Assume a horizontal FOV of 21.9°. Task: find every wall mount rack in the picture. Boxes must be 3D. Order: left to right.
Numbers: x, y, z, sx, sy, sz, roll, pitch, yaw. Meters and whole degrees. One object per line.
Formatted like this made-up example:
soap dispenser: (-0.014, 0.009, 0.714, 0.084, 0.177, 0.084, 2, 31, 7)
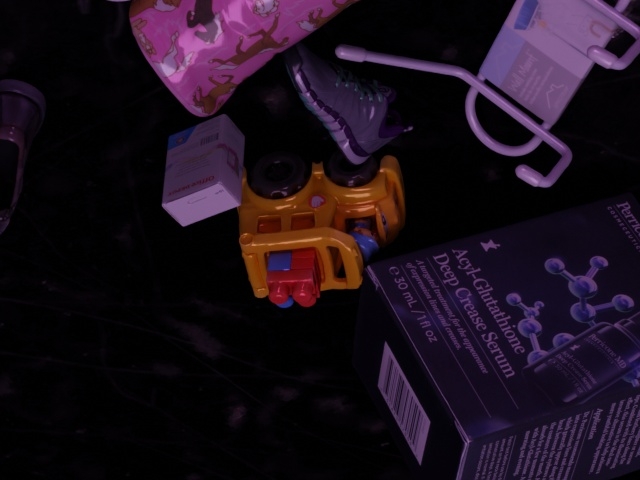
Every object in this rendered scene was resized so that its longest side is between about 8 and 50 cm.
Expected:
wall mount rack: (0.199, -0.232, 1.915, 0.304, 0.130, 0.350, 37, 136, 10)

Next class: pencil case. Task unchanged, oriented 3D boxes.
pencil case: (-0.023, -0.290, 1.771, 0.386, 0.160, 0.167, -31, 105, 15)

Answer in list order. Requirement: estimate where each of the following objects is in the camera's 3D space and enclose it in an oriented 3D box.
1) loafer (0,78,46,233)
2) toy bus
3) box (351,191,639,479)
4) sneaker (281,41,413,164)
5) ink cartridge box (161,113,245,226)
loafer: (-0.432, -0.078, 2.120, 0.109, 0.095, 0.302, 16, 136, -16)
toy bus: (0.000, 0.000, 2.111, 0.220, 0.211, 0.149, -6, 136, 6)
box: (0.282, 0.150, 2.110, 0.396, 0.293, 0.212, -15, 141, -19)
sneaker: (0.032, -0.187, 2.011, 0.098, 0.083, 0.223, -27, 142, 10)
ink cartridge box: (-0.147, -0.088, 2.080, 0.089, 0.122, 0.052, -20, 134, 23)
